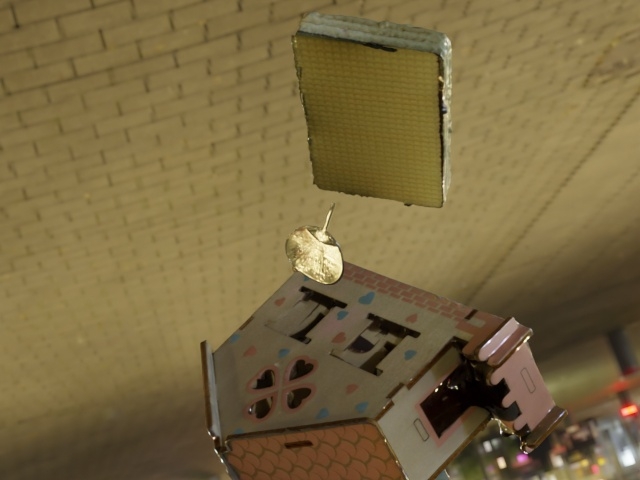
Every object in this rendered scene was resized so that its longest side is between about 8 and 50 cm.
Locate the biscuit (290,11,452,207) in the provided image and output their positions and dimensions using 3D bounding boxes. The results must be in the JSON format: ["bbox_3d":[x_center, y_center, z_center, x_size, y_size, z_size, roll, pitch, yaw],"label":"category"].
[{"bbox_3d":[0.046,-0.102,0.995,0.121,0.040,0.199,12,148,12],"label":"biscuit"}]

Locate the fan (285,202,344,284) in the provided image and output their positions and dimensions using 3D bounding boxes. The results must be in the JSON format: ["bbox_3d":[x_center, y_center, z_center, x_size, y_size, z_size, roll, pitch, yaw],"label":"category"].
[{"bbox_3d":[-0.007,0.002,1.093,0.060,0.080,0.003,4,-157,31],"label":"fan"}]

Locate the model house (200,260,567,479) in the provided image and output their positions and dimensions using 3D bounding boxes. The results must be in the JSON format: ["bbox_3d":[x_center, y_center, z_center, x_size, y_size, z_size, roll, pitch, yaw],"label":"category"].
[{"bbox_3d":[0.026,0.161,1.130,0.244,0.169,0.326,-40,-145,-23],"label":"model house"}]
